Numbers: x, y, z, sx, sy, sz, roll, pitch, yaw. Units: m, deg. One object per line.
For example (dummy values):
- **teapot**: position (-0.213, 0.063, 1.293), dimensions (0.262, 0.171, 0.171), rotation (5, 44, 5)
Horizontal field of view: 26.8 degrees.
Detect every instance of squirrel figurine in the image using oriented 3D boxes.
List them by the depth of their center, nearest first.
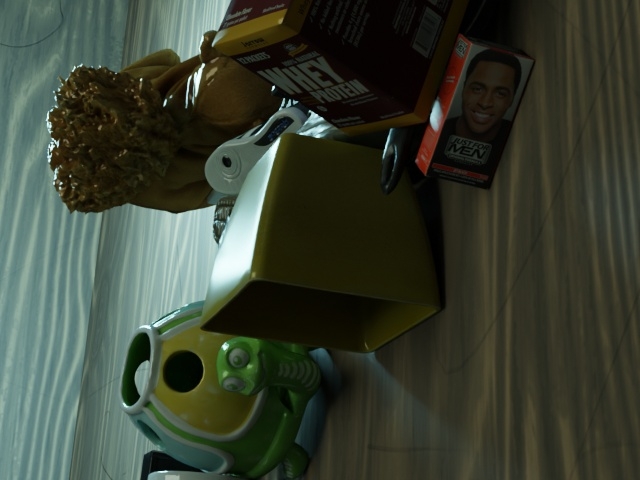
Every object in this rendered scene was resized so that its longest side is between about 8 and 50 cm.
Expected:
- **squirrel figurine**: position (-0.228, -0.178, 2.101), dimensions (0.370, 0.397, 0.281), rotation (-14, 97, 55)

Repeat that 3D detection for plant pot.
- **plant pot**: position (0.000, 0.000, 1.498), dimensions (0.212, 0.212, 0.187), rotation (139, 138, -63)

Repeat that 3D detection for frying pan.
- **frying pan**: position (0.133, -0.210, 1.429), dimensions (0.197, 0.053, 0.326), rotation (-40, 38, 34)

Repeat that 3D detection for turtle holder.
- **turtle holder**: position (-0.126, 0.196, 1.739), dimensions (0.320, 0.227, 0.243), rotation (42, 116, 65)

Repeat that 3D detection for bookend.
- **bookend**: position (-0.192, 0.323, 1.999), dimensions (0.072, 0.156, 0.157), rotation (142, 138, -65)

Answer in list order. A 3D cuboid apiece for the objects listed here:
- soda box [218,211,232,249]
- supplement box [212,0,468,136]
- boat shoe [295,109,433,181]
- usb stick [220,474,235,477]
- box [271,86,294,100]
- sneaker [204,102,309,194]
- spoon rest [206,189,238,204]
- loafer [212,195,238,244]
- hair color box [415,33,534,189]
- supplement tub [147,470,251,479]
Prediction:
- **soda box**: position (-0.041, 0.015, 1.697), dimensions (0.060, 0.168, 0.053), rotation (-109, 35, -59)
- **supplement box**: position (0.028, -0.240, 1.376), dimensions (0.129, 0.194, 0.191), rotation (-5, 60, 54)
- **boat shoe**: position (0.043, -0.134, 1.620), dimensions (0.324, 0.122, 0.120), rotation (-12, 56, 64)
- **usb stick**: position (-0.118, 0.289, 1.951), dimensions (0.077, 0.045, 0.278), rotation (79, -165, -67)
- **box**: position (0.039, -0.305, 1.706), dimensions (0.163, 0.142, 0.247), rotation (144, 136, -67)
- **sneaker**: position (-0.062, -0.137, 1.938), dimensions (0.217, 0.121, 0.079), rotation (-28, 92, 41)
- **spoon rest**: position (-0.122, 0.052, 2.117), dimensions (0.137, 0.084, 0.276), rotation (138, 127, -64)
- **loafer**: position (-0.059, -0.021, 1.921), dimensions (0.268, 0.092, 0.102), rotation (16, 103, 56)
- **hair color box**: position (0.153, -0.128, 1.347), dimensions (0.043, 0.072, 0.141), rotation (-117, 41, -65)
- **supplement tub**: position (-0.160, 0.451, 1.756), dimensions (0.191, 0.191, 0.272), rotation (143, 136, -65)
